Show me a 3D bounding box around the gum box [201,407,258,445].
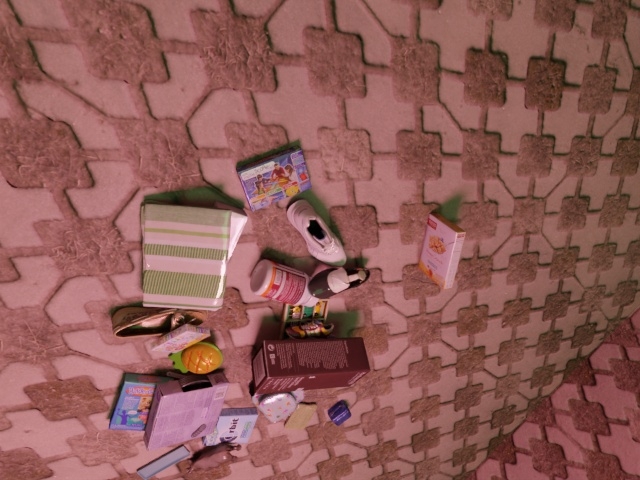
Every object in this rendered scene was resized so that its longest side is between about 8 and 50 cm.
[{"bbox_3d":[-0.358,0.738,1.678,0.185,0.041,0.156,11,112,-28],"label":"gum box"}]

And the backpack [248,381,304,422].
[{"bbox_3d":[-0.158,0.587,1.629,0.189,0.144,0.165,-32,120,-9],"label":"backpack"}]

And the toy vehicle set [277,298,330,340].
[{"bbox_3d":[-0.068,0.323,1.583,0.166,0.035,0.266,0,116,-21],"label":"toy vehicle set"}]

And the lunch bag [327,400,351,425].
[{"bbox_3d":[0.085,0.762,1.877,0.098,0.067,0.065,-38,126,-3],"label":"lunch bag"}]

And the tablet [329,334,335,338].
[{"bbox_3d":[0.014,0.390,1.679,0.083,0.006,0.054,19,108,-31],"label":"tablet"}]

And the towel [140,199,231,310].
[{"bbox_3d":[-0.394,0.052,1.234,0.248,0.038,0.324,6,108,-7],"label":"towel"}]

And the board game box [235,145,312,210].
[{"bbox_3d":[-0.137,-0.187,1.278,0.202,0.035,0.136,-23,124,-12],"label":"board game box"}]

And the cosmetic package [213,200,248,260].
[{"bbox_3d":[-0.314,0.007,1.287,0.099,0.060,0.238,18,108,-31],"label":"cosmetic package"}]

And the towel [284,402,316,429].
[{"bbox_3d":[-0.088,0.757,1.821,0.110,0.027,0.148,17,110,-30],"label":"towel"}]

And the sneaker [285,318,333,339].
[{"bbox_3d":[-0.038,0.319,1.533,0.186,0.069,0.083,15,109,-36],"label":"sneaker"}]

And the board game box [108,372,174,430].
[{"bbox_3d":[-0.614,0.558,1.454,0.160,0.047,0.210,17,108,-26],"label":"board game box"}]

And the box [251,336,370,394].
[{"bbox_3d":[-0.038,0.447,1.519,0.382,0.143,0.191,2,145,-23],"label":"box"}]

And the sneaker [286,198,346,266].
[{"bbox_3d":[0.000,0.000,1.386,0.111,0.129,0.297,-42,127,-1],"label":"sneaker"}]

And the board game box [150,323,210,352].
[{"bbox_3d":[-0.445,0.314,1.348,0.154,0.026,0.103,-29,150,18],"label":"board game box"}]

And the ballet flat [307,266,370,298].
[{"bbox_3d":[0.076,0.130,1.460,0.281,0.096,0.095,-12,82,-49],"label":"ballet flat"}]

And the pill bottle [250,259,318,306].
[{"bbox_3d":[-0.113,0.150,1.420,0.221,0.121,0.121,22,106,-32],"label":"pill bottle"}]

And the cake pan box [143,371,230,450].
[{"bbox_3d":[-0.467,0.592,1.483,0.246,0.070,0.266,1,118,-42],"label":"cake pan box"}]

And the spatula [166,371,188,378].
[{"bbox_3d":[-0.477,0.560,1.542,0.242,0.019,0.168,28,104,-33],"label":"spatula"}]

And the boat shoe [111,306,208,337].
[{"bbox_3d":[-0.494,0.258,1.325,0.286,0.089,0.104,-5,118,-23],"label":"boat shoe"}]

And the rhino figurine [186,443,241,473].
[{"bbox_3d":[-0.440,0.874,1.686,0.244,0.073,0.106,-27,146,14],"label":"rhino figurine"}]

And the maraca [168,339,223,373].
[{"bbox_3d":[-0.421,0.397,1.434,0.186,0.099,0.127,-12,110,9],"label":"maraca"}]

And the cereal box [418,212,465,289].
[{"bbox_3d":[0.448,0.038,1.583,0.048,0.173,0.239,-7,118,-20],"label":"cereal box"}]

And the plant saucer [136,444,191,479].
[{"bbox_3d":[-0.608,0.861,1.648,0.192,0.018,0.067,-27,124,-10],"label":"plant saucer"}]
